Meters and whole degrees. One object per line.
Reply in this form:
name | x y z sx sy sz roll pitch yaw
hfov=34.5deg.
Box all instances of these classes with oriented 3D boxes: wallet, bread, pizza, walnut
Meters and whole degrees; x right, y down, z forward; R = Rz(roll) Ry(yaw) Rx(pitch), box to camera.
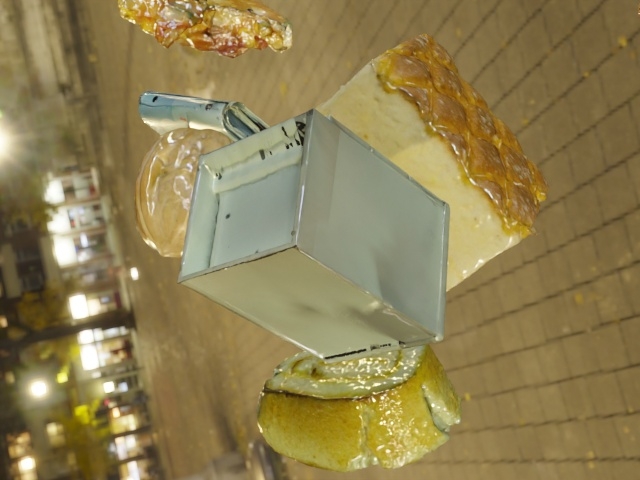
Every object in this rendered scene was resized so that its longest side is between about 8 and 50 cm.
wallet | -0.202 -0.211 1.905 0.250 0.075 0.176 13 163 43
bread | 0.046 0.195 1.293 0.124 0.257 0.186 69 -153 -18
pizza | -0.177 -0.296 1.350 0.289 0.228 0.081 29 114 28
bread | 0.121 -0.089 1.305 0.279 0.207 0.279 50 -154 -4
walnut | -0.177 -0.060 1.370 0.155 0.155 0.184 112 174 -68

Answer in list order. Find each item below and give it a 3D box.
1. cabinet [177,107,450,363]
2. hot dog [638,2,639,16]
cabinet | 0.000 0.000 0.951 0.145 0.206 0.150 -16 55 38
hot dog | 0.620 -0.420 1.709 0.249 0.102 0.076 146 142 -66
